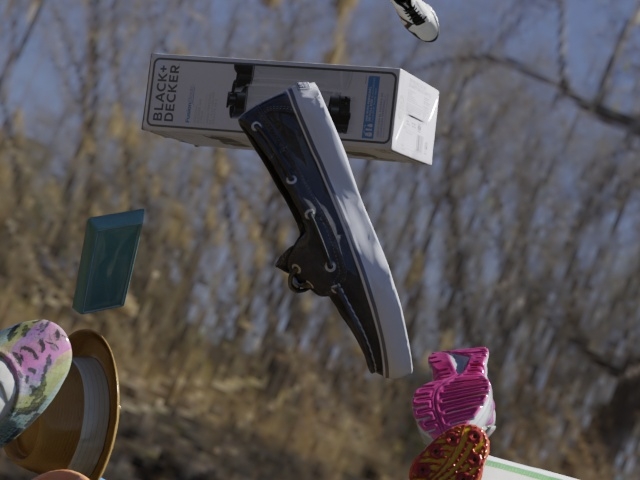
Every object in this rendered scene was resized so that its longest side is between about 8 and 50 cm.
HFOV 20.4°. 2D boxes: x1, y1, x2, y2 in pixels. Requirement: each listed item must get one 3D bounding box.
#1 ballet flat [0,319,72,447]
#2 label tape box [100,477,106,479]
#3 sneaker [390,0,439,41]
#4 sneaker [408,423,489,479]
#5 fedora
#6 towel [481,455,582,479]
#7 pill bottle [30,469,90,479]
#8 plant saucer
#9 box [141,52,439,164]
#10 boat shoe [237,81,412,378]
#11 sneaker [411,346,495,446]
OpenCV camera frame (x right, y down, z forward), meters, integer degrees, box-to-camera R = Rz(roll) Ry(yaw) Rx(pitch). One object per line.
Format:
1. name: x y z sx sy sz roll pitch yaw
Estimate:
1. ballet flat: -0.282 0.133 1.308 0.077 0.221 0.079 58 9 18
2. label tape box: -0.294 0.452 2.131 0.240 0.334 0.106 27 -44 3
3. sneaker: 0.104 -0.272 2.092 0.109 0.040 0.044 50 16 -27
4. sneaker: 0.101 0.248 1.659 0.064 0.175 0.067 30 -7 11
5. fedora: -0.274 0.179 1.814 0.079 0.194 0.194 15 -3 -32
6. towel: 0.252 0.391 1.903 0.248 0.325 0.038 18 -41 -26
7. pill bottle: -0.154 0.274 1.390 0.130 0.130 0.246 16 -26 37
8. plant saucer: -0.242 0.028 2.037 0.067 0.018 0.192 -10 -29 -20
9. box: -0.031 -0.144 1.961 0.290 0.087 0.169 5 -2 20
10. boat shoe: 0.000 0.000 1.301 0.076 0.228 0.080 -20 3 -4
11. sneaker: 0.184 0.227 2.310 0.103 0.111 0.252 -6 15 14
